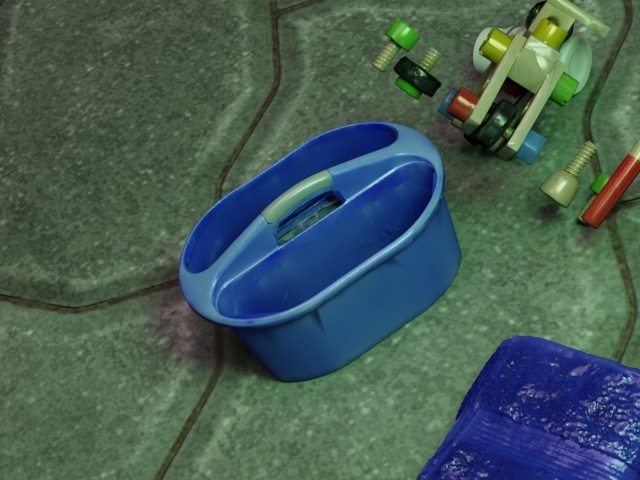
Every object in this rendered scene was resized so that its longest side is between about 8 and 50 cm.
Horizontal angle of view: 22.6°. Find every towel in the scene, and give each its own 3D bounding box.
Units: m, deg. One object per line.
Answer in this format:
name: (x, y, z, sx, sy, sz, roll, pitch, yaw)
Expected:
towel: (0.205, 0.238, 1.623, 0.228, 0.076, 0.308, 13, 56, 37)

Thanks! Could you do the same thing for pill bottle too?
pill bottle: (0.269, -0.232, 2.042, 0.137, 0.078, 0.078, 14, 57, 36)

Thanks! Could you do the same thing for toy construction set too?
toy construction set: (0.274, -0.190, 1.858, 0.309, 0.257, 0.237, 39, 95, 23)

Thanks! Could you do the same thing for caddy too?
caddy: (0.000, 0.000, 1.882, 0.341, 0.179, 0.241, -35, 42, -7)
